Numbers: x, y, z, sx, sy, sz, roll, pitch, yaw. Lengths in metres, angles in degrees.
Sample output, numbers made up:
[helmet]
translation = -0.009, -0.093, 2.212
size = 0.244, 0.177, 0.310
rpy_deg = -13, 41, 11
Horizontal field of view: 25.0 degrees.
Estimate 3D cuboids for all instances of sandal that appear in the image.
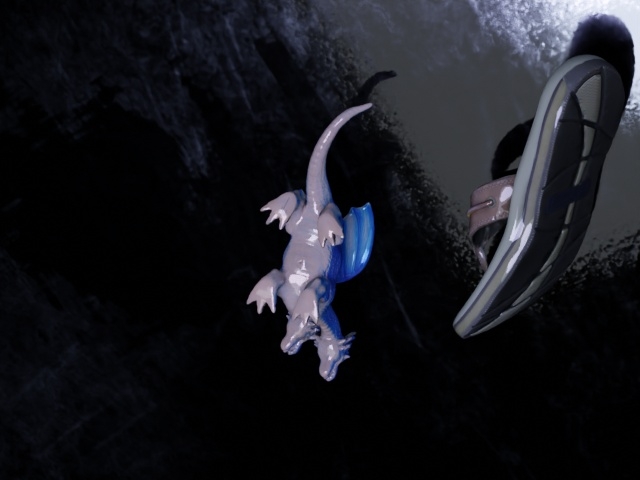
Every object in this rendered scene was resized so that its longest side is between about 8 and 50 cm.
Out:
[sandal]
translation = 0.189, -0.041, 1.322
size = 0.086, 0.120, 0.303
rpy_deg = 37, 125, 32

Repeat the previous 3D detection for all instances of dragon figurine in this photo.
[dragon figurine]
translation = 0.000, 0.000, 1.411
size = 0.085, 0.144, 0.289
rpy_deg = 12, 100, 16
